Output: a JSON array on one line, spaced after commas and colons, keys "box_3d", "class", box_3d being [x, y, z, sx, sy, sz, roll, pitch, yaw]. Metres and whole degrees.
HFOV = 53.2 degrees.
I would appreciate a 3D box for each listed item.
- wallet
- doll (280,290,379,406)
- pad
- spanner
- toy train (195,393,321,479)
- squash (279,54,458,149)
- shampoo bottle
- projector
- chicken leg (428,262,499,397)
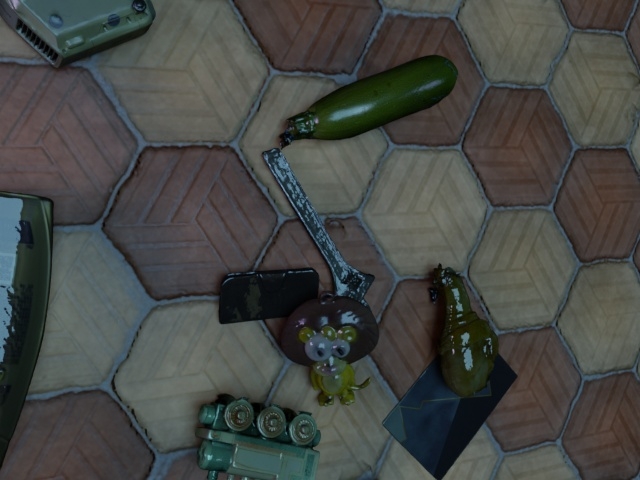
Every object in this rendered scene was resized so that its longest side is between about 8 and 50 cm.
[{"box_3d": [-0.076, 0.082, 0.959, 0.157, 0.018, 0.082, -2, 112, -24], "class": "wallet"}, {"box_3d": [0.026, 0.163, 0.959, 0.145, 0.096, 0.188, -26, 106, 13], "class": "doll"}, {"box_3d": [0.231, 0.275, 1.109, 0.243, 0.004, 0.163, -47, 107, -15], "class": "pad"}, {"box_3d": [0.000, 0.000, 0.997, 0.093, 0.026, 0.325, -35, 102, -18], "class": "spanner"}, {"box_3d": [-0.090, 0.295, 0.921, 0.194, 0.081, 0.125, 19, 69, -24], "class": "toy train"}, {"box_3d": [0.083, -0.217, 0.998, 0.332, 0.087, 0.087, -24, 100, -19], "class": "squash"}, {"box_3d": [-0.409, 0.113, 0.789, 0.126, 0.084, 0.349, 7, 88, -21], "class": "shampoo bottle"}, {"box_3d": [-0.351, -0.368, 0.807, 0.194, 0.088, 0.269, -32, 102, -23], "class": "projector"}, {"box_3d": [0.239, 0.147, 1.070, 0.103, 0.088, 0.227, -8, 85, -11], "class": "chicken leg"}]
